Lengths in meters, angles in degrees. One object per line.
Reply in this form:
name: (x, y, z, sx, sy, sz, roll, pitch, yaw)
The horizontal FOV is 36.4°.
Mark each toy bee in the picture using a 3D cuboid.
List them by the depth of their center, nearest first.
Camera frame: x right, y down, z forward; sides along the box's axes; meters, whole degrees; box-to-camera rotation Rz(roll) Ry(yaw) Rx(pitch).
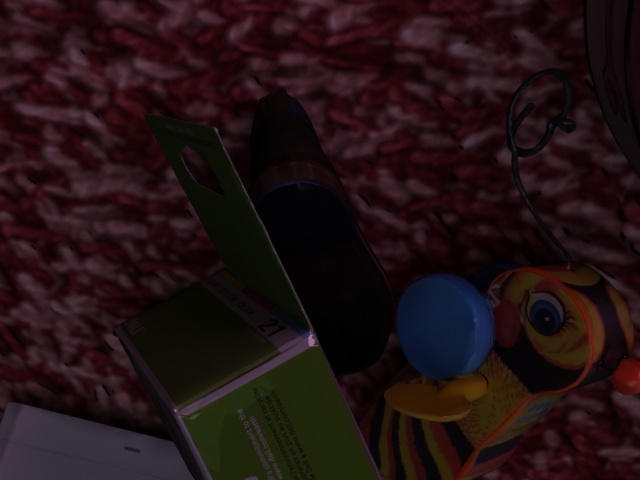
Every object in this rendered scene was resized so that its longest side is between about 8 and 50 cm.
toy bee: (0.126, 0.072, 0.626, 0.195, 0.162, 0.298, -24, 139, -28)

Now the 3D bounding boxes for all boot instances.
boot: (0.000, 0.000, 0.673, 0.082, 0.106, 0.219, -12, 138, 2)

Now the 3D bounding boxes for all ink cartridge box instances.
ink cartridge box: (-0.075, 0.056, 0.618, 0.097, 0.189, 0.255, -29, 109, -14)

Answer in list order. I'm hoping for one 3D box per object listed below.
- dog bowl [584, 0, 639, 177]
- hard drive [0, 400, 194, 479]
dog bowl: (0.351, -0.119, 0.522, 0.408, 0.150, 0.407, 6, 116, 13)
hard drive: (-0.173, 0.290, 0.697, 0.203, 0.040, 0.307, 15, 69, -4)
